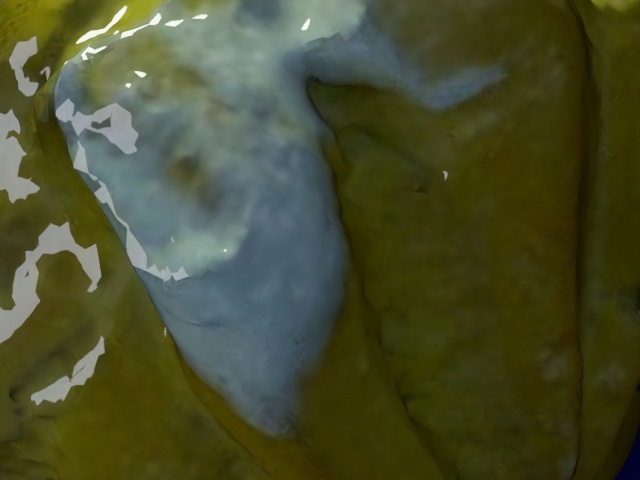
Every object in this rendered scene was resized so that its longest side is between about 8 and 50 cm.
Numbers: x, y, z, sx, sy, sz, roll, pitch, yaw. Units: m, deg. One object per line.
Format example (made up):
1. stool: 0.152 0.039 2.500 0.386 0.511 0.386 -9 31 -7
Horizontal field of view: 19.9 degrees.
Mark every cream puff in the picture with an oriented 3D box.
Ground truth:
1. cream puff: 0.000 0.000 0.702 0.378 0.275 0.378 -63 -2 -4
